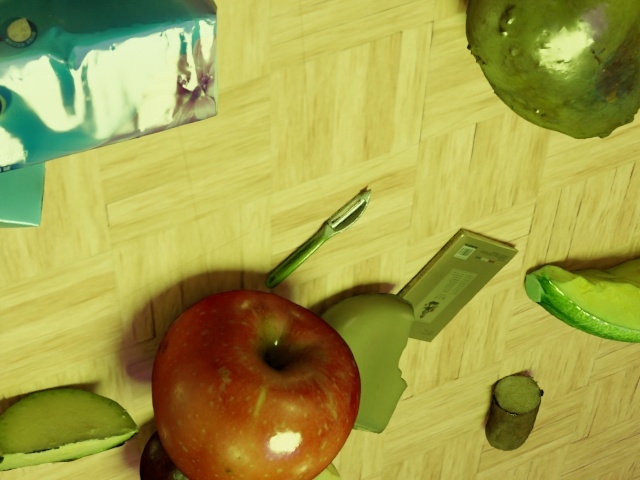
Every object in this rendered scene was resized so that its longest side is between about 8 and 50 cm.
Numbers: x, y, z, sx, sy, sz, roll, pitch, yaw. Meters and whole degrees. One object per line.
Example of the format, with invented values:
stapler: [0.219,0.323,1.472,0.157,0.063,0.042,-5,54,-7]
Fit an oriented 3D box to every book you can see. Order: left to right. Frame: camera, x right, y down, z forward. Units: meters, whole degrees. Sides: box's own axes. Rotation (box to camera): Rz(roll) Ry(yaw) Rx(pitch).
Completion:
book: [0.175,0.067,2.044,0.138,0.016,0.198,16,124,-48]

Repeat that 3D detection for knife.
knife: [0.000,0.000,1.817,0.184,0.022,0.026,-41,119,14]

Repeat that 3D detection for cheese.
cheese: [0.052,0.160,1.956,0.175,0.091,0.202,29,87,-38]

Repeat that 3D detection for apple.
apple: [-0.087,0.189,1.781,0.260,0.260,0.216,-1,141,-37]

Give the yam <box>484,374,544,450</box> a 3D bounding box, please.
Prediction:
yam: [0.313,0.281,2.375,0.084,0.084,0.127,-20,148,-17]

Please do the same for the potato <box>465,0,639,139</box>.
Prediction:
potato: [0.275,-0.224,1.611,0.210,0.173,0.307,-34,143,1]

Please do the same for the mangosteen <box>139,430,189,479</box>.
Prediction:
mangosteen: [-0.145,0.303,1.963,0.200,0.200,0.200,-21,145,-15]

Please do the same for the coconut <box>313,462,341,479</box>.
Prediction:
coconut: [-0.057,0.397,2.109,0.237,0.237,0.197,-44,150,18]

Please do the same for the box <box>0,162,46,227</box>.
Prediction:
box: [-0.385,-0.060,1.325,0.232,0.083,0.142,6,175,-44]

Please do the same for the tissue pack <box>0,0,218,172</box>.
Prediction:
tissue pack: [-0.241,-0.178,1.241,0.263,0.198,0.146,-17,142,-19]

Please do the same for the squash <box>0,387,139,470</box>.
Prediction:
squash: [-0.345,0.234,1.820,0.192,0.085,0.184,-5,167,-30]

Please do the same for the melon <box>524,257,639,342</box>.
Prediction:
melon: [0.445,0.091,2.200,0.323,0.196,0.124,-3,102,-25]
